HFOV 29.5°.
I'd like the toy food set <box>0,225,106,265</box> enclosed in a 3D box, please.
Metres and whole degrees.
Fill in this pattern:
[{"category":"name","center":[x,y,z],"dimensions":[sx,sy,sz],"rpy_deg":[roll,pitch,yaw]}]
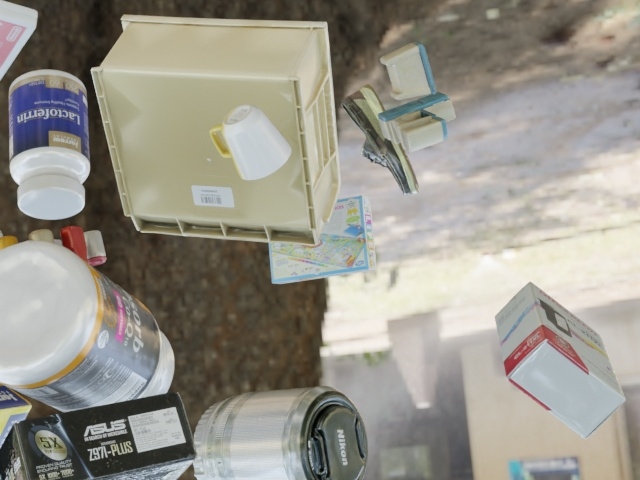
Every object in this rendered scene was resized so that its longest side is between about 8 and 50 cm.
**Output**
[{"category":"toy food set","center":[-0.438,0.042,2.057],"dimensions":[0.111,0.104,0.232],"rpy_deg":[-18,170,20]}]

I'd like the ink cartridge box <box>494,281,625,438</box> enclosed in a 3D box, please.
[{"category":"ink cartridge box","center":[0.287,0.141,1.483],"dimensions":[0.072,0.127,0.175],"rpy_deg":[-50,-168,18]}]

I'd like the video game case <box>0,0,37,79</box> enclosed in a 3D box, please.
[{"category":"video game case","center":[-0.490,-0.245,1.383],"dimensions":[0.285,0.025,0.204],"rpy_deg":[13,154,-27]}]

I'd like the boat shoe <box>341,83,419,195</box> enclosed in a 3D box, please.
[{"category":"boat shoe","center":[0.106,-0.172,2.190],"dimensions":[0.073,0.223,0.080],"rpy_deg":[-26,165,4]}]

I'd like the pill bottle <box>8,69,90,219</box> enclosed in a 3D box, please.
[{"category":"pill bottle","center":[-0.524,-0.184,2.357],"dimensions":[0.153,0.265,0.153],"rpy_deg":[-7,155,-3]}]

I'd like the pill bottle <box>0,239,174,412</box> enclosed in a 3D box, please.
[{"category":"pill bottle","center":[-0.279,0.116,1.402],"dimensions":[0.162,0.162,0.278],"rpy_deg":[-7,159,14]}]

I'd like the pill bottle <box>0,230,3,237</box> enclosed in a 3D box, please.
[{"category":"pill bottle","center":[-0.644,0.078,2.103],"dimensions":[0.204,0.361,0.204],"rpy_deg":[1,-158,0]}]

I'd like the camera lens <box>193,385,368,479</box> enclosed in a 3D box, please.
[{"category":"camera lens","center":[-0.068,0.382,2.219],"dimensions":[0.274,0.219,0.219],"rpy_deg":[-10,171,37]}]

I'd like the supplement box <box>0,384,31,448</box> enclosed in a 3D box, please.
[{"category":"supplement box","center":[-0.609,0.217,1.637],"dimensions":[0.356,0.194,0.195],"rpy_deg":[30,-172,18]}]

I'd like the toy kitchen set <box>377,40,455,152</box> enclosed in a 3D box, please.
[{"category":"toy kitchen set","center":[0.159,-0.249,1.982],"dimensions":[0.122,0.166,0.207],"rpy_deg":[-20,-164,-6]}]

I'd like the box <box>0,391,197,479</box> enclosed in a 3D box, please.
[{"category":"box","center":[-0.241,0.234,1.285],"dimensions":[0.180,0.077,0.147],"rpy_deg":[-8,156,-28]}]

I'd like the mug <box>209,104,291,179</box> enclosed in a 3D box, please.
[{"category":"mug","center":[-0.079,-0.104,1.269],"dimensions":[0.078,0.062,0.064],"rpy_deg":[-21,124,14]}]

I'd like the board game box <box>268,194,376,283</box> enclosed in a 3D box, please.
[{"category":"board game box","center":[0.000,0.000,1.692],"dimensions":[0.154,0.103,0.026],"rpy_deg":[-9,172,27]}]

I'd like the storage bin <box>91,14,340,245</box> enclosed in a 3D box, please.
[{"category":"storage bin","center":[-0.121,-0.133,1.516],"dimensions":[0.262,0.123,0.260],"rpy_deg":[4,130,13]}]
